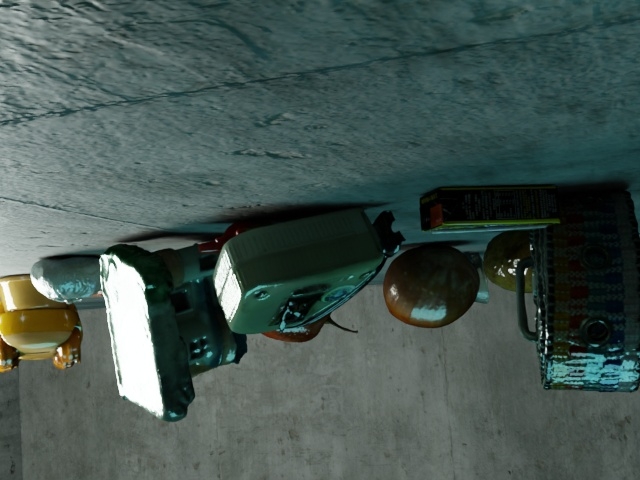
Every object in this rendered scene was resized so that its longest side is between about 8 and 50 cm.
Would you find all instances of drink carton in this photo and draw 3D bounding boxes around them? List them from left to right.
[{"bbox_3d":[0.216,-0.038,1.119,0.165,0.056,0.071,-2,171,-16],"label":"drink carton"}]

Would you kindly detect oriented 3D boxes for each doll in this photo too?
[{"bbox_3d":[-0.079,0.000,1.261,0.169,0.057,0.109,5,164,-40],"label":"doll"}]

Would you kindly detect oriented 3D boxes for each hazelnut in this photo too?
[{"bbox_3d":[0.240,0.094,1.890,0.214,0.176,0.214,-13,149,-8],"label":"hazelnut"}]

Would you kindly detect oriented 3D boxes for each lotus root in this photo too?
[{"bbox_3d":[0.406,0.031,1.588,0.145,0.129,0.260,-17,-172,-34],"label":"lotus root"}]

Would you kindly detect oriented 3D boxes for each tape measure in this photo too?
[{"bbox_3d":[-0.023,0.054,1.216,0.235,0.115,0.207,-13,154,-22],"label":"tape measure"}]

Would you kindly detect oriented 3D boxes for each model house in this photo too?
[{"bbox_3d":[-0.171,0.114,1.456,0.324,0.267,0.194,-15,-165,-36],"label":"model house"}]

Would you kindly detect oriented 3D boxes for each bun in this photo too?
[{"bbox_3d":[-0.457,0.073,1.604,0.140,0.083,0.141,-6,172,-1],"label":"bun"}]

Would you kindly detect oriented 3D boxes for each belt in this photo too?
[{"bbox_3d":[0.350,0.061,1.204,0.160,0.295,0.207,-2,161,12],"label":"belt"}]

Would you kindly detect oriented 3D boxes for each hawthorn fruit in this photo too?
[{"bbox_3d":[-0.035,0.131,1.669,0.203,0.163,0.162,27,166,-13],"label":"hawthorn fruit"}]

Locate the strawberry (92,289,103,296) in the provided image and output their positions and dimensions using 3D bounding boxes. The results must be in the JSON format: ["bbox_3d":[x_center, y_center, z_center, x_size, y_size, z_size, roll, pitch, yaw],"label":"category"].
[{"bbox_3d":[-0.559,0.123,2.219,0.103,0.048,0.152,2,169,-24],"label":"strawberry"}]

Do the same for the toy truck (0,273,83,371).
[{"bbox_3d":[-0.648,0.189,2.000,0.204,0.212,0.288,-2,170,-18],"label":"toy truck"}]

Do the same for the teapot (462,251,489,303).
[{"bbox_3d":[0.306,0.107,2.222,0.225,0.171,0.203,-11,144,0],"label":"teapot"}]

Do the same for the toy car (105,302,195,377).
[{"bbox_3d":[-0.305,0.160,1.843,0.212,0.271,0.180,-27,-159,-34],"label":"toy car"}]
